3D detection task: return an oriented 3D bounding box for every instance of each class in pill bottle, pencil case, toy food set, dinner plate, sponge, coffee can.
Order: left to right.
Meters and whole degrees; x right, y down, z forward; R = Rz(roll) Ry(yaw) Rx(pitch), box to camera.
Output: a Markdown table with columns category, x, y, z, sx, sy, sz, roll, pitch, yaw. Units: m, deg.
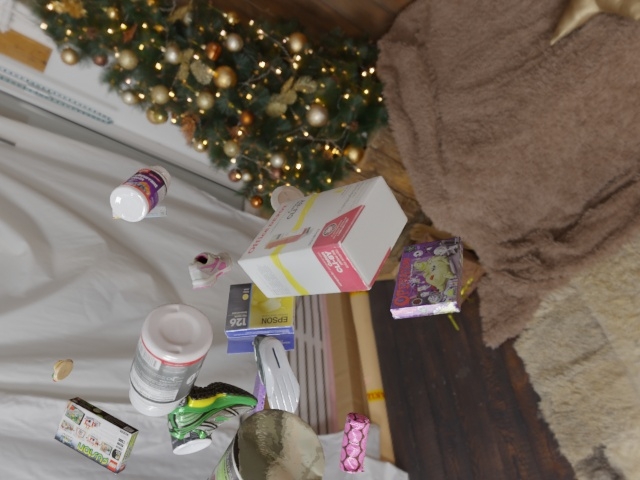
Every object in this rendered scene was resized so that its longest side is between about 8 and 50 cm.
| category | x | y | z | sx | sy | sz | roll | pitch | yaw |
| --- | --- | --- | --- | --- | --- | --- | --- | --- | --- |
| toy food set | -0.886 | 0.445 | 1.690 | 0.082 | 0.020 | 0.083 | -68 | -13 | 6 |
| pill bottle | -0.505 | -0.143 | 1.411 | 0.108 | 0.108 | 0.193 | -49 | 12 | 29 |
| pill bottle | -0.373 | 0.298 | 1.201 | 0.161 | 0.161 | 0.283 | -102 | 31 | -45 |
| pill bottle | -0.458 | 0.588 | 1.686 | 0.130 | 0.130 | 0.245 | -46 | 51 | 32 |
| coffee can | -0.135 | 0.529 | 1.076 | 0.275 | 0.202 | 0.201 | -61 | 28 | 34 |
| sponge | -0.235 | 0.583 | 1.898 | 0.117 | 0.031 | 0.210 | 138 | 143 | -66 |
| dinner plate | -0.122 | -0.154 | 1.904 | 0.017 | 0.141 | 0.141 | 124 | 156 | -60 |
| pencil case | 0.134 | 0.772 | 1.879 | 0.098 | 0.095 | 0.209 | 6 | 89 | 32 |

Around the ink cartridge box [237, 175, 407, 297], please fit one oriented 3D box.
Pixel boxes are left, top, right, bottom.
| category | x | y | z | sx | sy | sz | roll | pitch | yaw |
| --- | --- | --- | --- | --- | --- | --- | --- | --- | --- |
| ink cartridge box | 0.000 | 0.000 | 1.348 | 0.385 | 0.160 | 0.279 | -11 | 35 | 42 |

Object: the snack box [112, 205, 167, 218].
| category | x | y | z | sx | sy | sz | roll | pitch | yaw |
| --- | --- | --- | --- | --- | --- | --- | --- | --- | --- |
| snack box | -0.583 | -0.092 | 1.592 | 0.100 | 0.141 | 0.037 | 0 | 95 | 21 |

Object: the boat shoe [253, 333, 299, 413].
| category | x | y | z | sx | sy | sz | roll | pitch | yaw |
| --- | --- | --- | --- | --- | --- | --- | --- | --- | --- |
| boat shoe | -0.163 | 0.490 | 1.810 | 0.119 | 0.121 | 0.335 | 16 | 119 | 59 |

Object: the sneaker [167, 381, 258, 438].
| category | x | y | z | sx | sy | sz | roll | pitch | yaw |
| --- | --- | --- | --- | --- | --- | --- | --- | --- | --- |
| sneaker | -0.343 | 0.537 | 1.562 | 0.134 | 0.344 | 0.146 | 11 | 88 | 41 |

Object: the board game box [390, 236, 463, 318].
| category | x | y | z | sx | sy | sz | roll | pitch | yaw |
| --- | --- | --- | --- | --- | --- | --- | --- | --- | --- |
| board game box | 0.358 | 0.116 | 1.620 | 0.208 | 0.056 | 0.347 | -15 | 28 | 26 |

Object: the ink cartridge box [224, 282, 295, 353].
| category | x | y | z | sx | sy | sz | roll | pitch | yaw |
| --- | --- | --- | --- | --- | --- | --- | --- | --- | --- |
| ink cartridge box | -0.260 | 0.325 | 2.132 | 0.304 | 0.072 | 0.307 | -6 | 57 | 10 |

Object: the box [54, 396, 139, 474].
| category | x | y | z | sx | sy | sz | roll | pitch | yaw |
| --- | --- | --- | --- | --- | --- | --- | --- | --- | --- |
| box | -0.587 | 0.508 | 1.289 | 0.036 | 0.207 | 0.114 | 17 | -86 | -76 |

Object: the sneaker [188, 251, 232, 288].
| category | x | y | z | sx | sy | sz | roll | pitch | yaw |
| --- | --- | --- | --- | --- | --- | --- | --- | --- | --- |
| sneaker | -0.425 | 0.089 | 1.909 | 0.103 | 0.111 | 0.252 | -11 | 17 | 17 |
